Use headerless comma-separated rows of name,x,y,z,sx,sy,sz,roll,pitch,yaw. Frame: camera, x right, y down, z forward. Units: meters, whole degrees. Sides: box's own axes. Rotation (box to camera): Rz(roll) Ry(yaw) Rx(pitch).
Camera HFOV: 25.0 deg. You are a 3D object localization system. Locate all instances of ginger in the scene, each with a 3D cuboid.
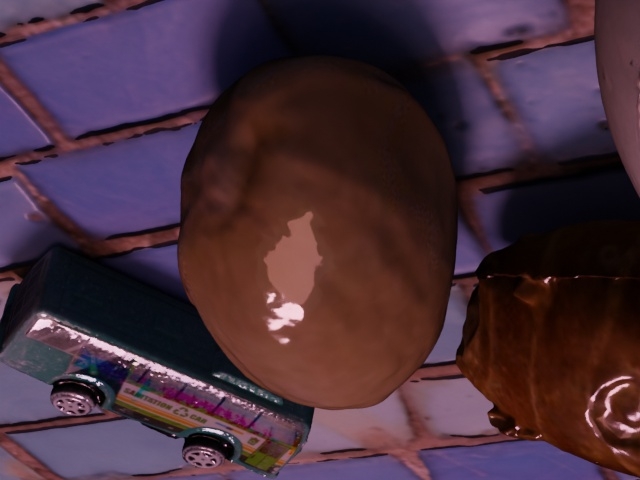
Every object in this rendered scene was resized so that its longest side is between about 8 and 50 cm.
ginger,0.290,0.057,0.899,0.418,0.254,0.176,-4,103,41

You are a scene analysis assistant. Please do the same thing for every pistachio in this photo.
pistachio,0.000,0.000,0.914,0.182,0.162,0.293,-27,138,-9

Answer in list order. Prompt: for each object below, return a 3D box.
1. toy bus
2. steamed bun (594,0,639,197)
toy bus,-0.124,0.101,1.143,0.262,0.091,0.109,25,135,-21
steamed bun,0.284,-0.099,0.642,0.324,0.206,0.324,9,121,15
